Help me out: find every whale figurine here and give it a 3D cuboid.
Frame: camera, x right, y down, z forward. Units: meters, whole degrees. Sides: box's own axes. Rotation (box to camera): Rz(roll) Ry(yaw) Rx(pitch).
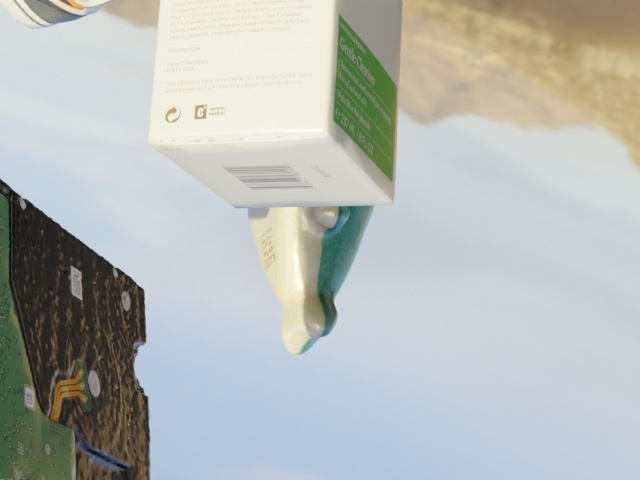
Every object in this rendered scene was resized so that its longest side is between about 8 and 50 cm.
[{"bbox_3d":[0.000,0.000,1.950,0.141,0.272,0.216,4,157,-23],"label":"whale figurine"}]

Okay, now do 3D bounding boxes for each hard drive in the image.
[{"bbox_3d":[-0.220,0.102,1.226,0.064,0.236,0.339,-10,160,13],"label":"hard drive"}]

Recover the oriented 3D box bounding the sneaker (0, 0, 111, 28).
[{"bbox_3d":[-0.294,-0.319,1.473,0.127,0.126,0.321,-8,150,28],"label":"sneaker"}]

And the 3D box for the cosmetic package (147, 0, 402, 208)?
[{"bbox_3d":[-0.027,-0.225,1.302,0.155,0.365,0.197,-1,167,19],"label":"cosmetic package"}]
